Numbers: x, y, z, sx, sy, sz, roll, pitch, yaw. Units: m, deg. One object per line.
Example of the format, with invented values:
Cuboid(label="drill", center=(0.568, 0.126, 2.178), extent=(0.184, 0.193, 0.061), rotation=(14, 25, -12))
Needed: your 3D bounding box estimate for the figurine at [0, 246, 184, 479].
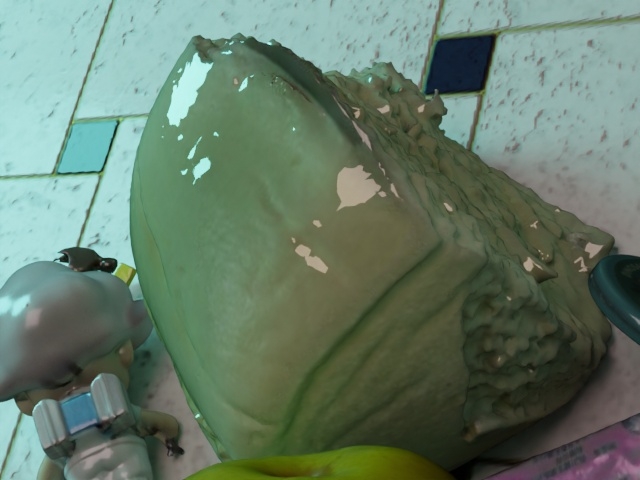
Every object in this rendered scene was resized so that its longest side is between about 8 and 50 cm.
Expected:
Cuboid(label="figurine", center=(-0.177, 0.094, 1.187), extent=(0.137, 0.112, 0.229), rotation=(-27, 60, 9))

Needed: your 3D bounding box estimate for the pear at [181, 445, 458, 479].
Cuboid(label="pear", center=(0.004, 0.273, 0.852), extent=(0.285, 0.336, 0.285), rotation=(-15, 18, 5))

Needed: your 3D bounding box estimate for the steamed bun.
Cuboid(label="steamed bun", center=(0.000, 0.000, 1.026), extent=(0.273, 0.272, 0.290), rotation=(-43, 44, 3))

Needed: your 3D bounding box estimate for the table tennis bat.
Cuboid(label="table tennis bat", center=(0.240, 0.068, 0.946), extent=(0.201, 0.124, 0.033), rotation=(35, 115, 24))

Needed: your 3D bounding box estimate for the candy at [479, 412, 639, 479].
Cuboid(label="candy", center=(0.173, 0.153, 0.944), extent=(0.160, 0.073, 0.092), rotation=(-26, 49, 17))
